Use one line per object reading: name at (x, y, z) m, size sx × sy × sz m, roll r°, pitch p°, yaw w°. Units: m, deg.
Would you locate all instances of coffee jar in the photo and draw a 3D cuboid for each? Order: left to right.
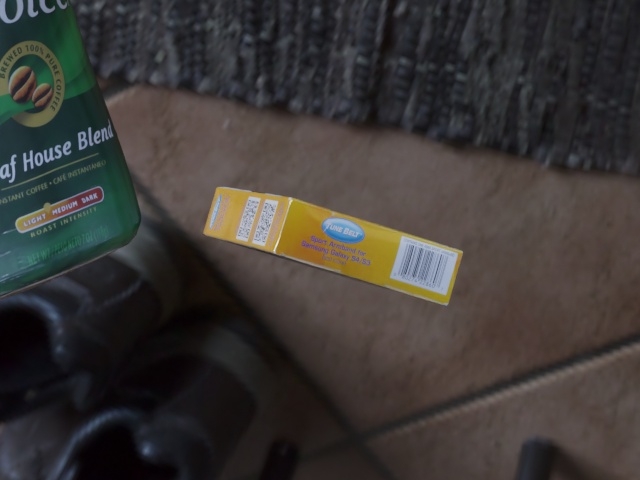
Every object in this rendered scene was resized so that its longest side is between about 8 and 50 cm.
coffee jar at (-0.125, -0.075, 0.547) m, size 0.079 × 0.096 × 0.184 m, roll 3°, pitch 112°, yaw 47°

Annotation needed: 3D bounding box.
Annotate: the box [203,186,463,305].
box at (0.000, 0.000, 0.748) m, size 0.081 × 0.136 × 0.028 m, roll 17°, pitch 91°, yaw -19°
